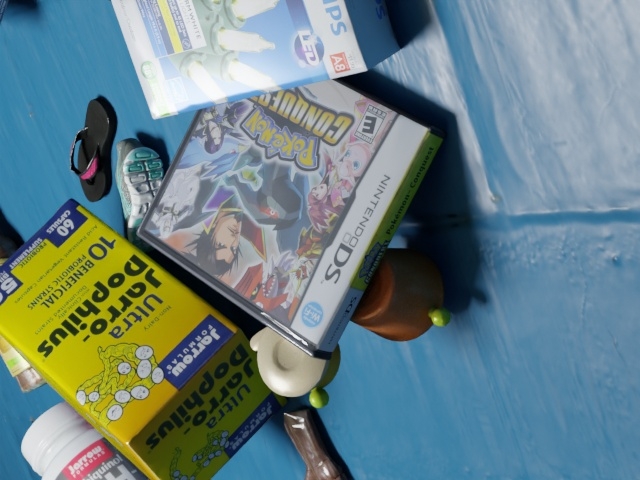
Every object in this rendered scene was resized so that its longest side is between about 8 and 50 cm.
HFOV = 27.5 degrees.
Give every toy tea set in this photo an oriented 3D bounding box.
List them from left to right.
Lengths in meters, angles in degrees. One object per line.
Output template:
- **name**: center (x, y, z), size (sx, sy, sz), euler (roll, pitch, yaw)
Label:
- **toy tea set**: center (0.000, 0.000, 1.376), size (0.200, 0.124, 0.336), euler (-33, 64, 24)

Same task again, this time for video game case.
- **video game case**: center (-0.039, -0.054, 1.313), size (0.275, 0.035, 0.248), euler (32, 99, 34)

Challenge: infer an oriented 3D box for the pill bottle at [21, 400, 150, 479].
- **pill bottle**: center (-0.322, 0.399, 2.034), size (0.318, 0.176, 0.176), euler (42, 142, 25)

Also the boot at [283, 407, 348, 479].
- **boot**: center (-0.024, 0.270, 1.666), size (0.106, 0.037, 0.114), euler (-31, 91, 44)

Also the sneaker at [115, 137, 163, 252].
- **sneaker**: center (-0.234, -0.062, 1.698), size (0.076, 0.065, 0.166), euler (50, 145, 46)

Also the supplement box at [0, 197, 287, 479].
- **supplement box**: center (-0.249, 0.139, 1.680), size (0.356, 0.194, 0.195), euler (34, 162, 34)

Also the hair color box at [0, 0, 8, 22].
- **hair color box**: center (-0.554, -0.345, 1.793), size (0.347, 0.105, 0.174), euler (18, 89, 47)

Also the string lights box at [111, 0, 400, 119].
- **string lights box**: center (-0.065, -0.210, 1.263), size (0.260, 0.077, 0.133), euler (-9, 108, 34)

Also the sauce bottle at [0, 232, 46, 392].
- **sauce bottle**: center (-0.515, 0.076, 2.114), size (0.344, 0.111, 0.111), euler (60, 147, 0)

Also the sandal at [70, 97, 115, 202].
- **sandal**: center (-0.314, -0.119, 1.765), size (0.067, 0.040, 0.179), euler (46, 144, 22)
